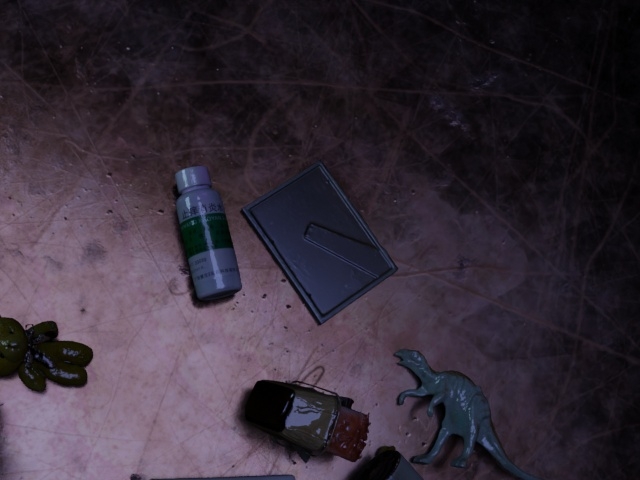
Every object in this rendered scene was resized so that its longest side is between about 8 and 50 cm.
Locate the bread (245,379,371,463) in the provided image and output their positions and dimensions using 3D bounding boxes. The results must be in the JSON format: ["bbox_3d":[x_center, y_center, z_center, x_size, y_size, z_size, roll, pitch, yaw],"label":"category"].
[{"bbox_3d":[-0.019,0.342,1.676,0.212,0.224,0.142,28,76,-27],"label":"bread"}]

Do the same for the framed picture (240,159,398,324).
[{"bbox_3d":[0.000,0.000,1.871,0.213,0.016,0.289,-34,86,-20],"label":"framed picture"}]

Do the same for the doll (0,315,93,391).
[{"bbox_3d":[-0.523,0.203,1.645,0.210,0.097,0.137,12,67,-16],"label":"doll"}]

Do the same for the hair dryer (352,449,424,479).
[{"bbox_3d":[0.074,0.586,1.683,0.362,0.128,0.203,-42,100,-9],"label":"hair dryer"}]

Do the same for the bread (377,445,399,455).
[{"bbox_3d":[0.147,0.446,1.781,0.049,0.034,0.088,-26,83,-25],"label":"bread"}]

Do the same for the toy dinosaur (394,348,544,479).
[{"bbox_3d":[0.294,0.382,1.808,0.393,0.092,0.205,28,64,3],"label":"toy dinosaur"}]

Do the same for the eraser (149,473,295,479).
[{"bbox_3d":[-0.179,0.522,1.648,0.270,0.095,0.174,2,78,-13],"label":"eraser"}]

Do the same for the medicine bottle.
[{"bbox_3d":[-0.227,-0.015,1.777,0.095,0.095,0.260,-12,78,-17],"label":"medicine bottle"}]
